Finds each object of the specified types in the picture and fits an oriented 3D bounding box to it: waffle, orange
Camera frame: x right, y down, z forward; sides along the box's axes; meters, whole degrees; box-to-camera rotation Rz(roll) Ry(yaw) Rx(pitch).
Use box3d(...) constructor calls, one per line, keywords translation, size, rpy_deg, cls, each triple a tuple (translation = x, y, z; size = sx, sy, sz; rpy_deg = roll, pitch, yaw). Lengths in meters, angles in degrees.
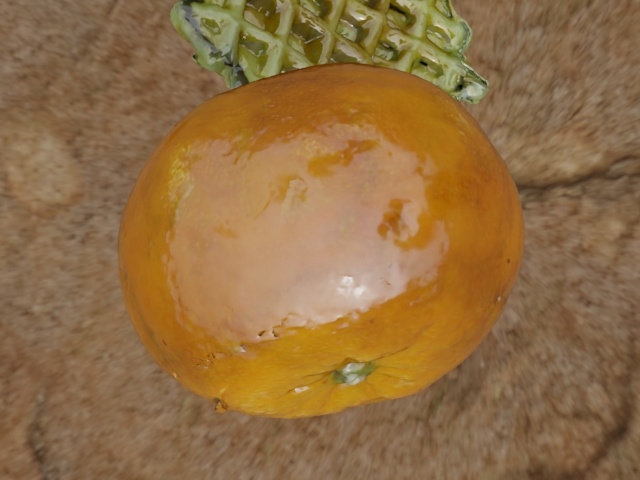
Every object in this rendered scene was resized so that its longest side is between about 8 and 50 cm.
box3d(translation=(0.002, -0.207, 1.366), size=(0.073, 0.317, 0.297), rpy_deg=(-35, 79, 49), cls="waffle")
box3d(translation=(0.000, 0.000, 1.051), size=(0.284, 0.284, 0.226), rpy_deg=(-18, 70, 5), cls="orange")
